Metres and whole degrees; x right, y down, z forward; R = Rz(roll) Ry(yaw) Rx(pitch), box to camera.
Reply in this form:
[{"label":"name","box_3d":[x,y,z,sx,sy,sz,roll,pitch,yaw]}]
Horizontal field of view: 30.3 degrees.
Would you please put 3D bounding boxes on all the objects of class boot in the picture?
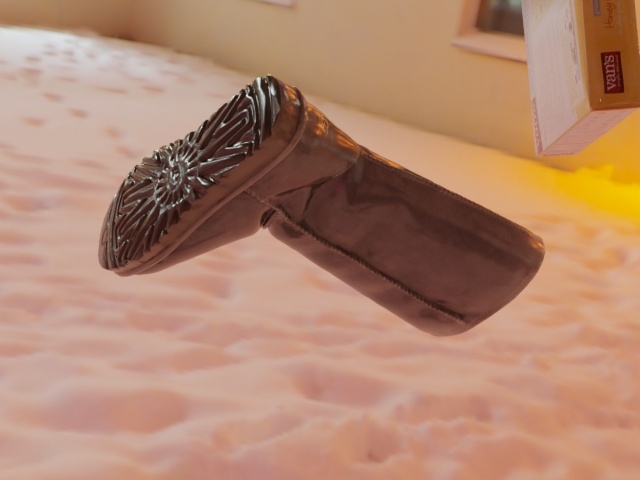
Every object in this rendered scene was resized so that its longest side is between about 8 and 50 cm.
[{"label":"boot","box_3d":[-0.001,0.002,0.704,0.209,0.076,0.190,26,-40,-38]}]

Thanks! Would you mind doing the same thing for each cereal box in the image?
[{"label":"cereal box","box_3d":[0.219,-0.173,1.017,0.047,0.172,0.240,-4,-4,0]}]
